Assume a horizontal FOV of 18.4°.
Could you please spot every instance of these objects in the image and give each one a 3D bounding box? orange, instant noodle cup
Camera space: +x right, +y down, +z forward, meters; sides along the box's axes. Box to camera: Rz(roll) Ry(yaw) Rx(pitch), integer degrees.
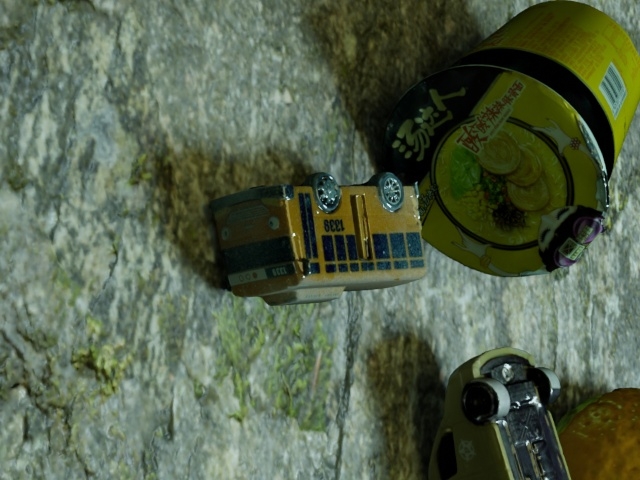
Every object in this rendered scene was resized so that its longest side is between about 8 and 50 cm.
[{"bbox_3d":[0.352,0.285,1.929,0.335,0.196,0.262,32,72,-48],"label":"orange"},{"bbox_3d":[0.197,-0.110,1.820,0.215,0.216,0.236,63,37,-17],"label":"instant noodle cup"}]

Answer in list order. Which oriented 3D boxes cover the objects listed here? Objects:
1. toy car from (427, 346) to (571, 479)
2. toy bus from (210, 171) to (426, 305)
[{"bbox_3d":[0.164,0.229,1.755,0.101,0.124,0.256,-7,77,-49],"label":"toy car"},{"bbox_3d":[0.000,0.000,1.645,0.182,0.091,0.103,-2,82,-50],"label":"toy bus"}]
